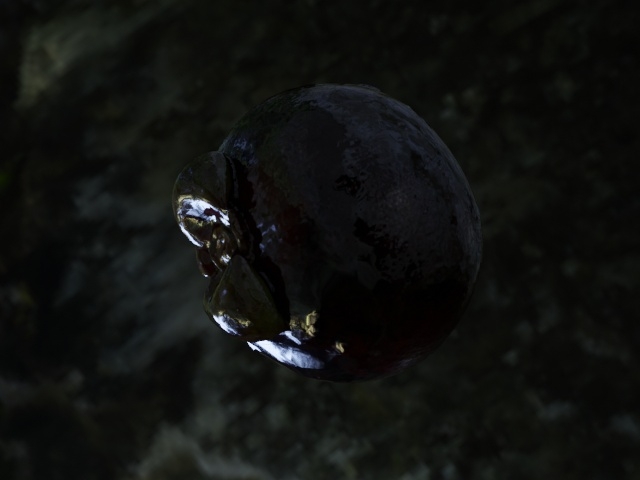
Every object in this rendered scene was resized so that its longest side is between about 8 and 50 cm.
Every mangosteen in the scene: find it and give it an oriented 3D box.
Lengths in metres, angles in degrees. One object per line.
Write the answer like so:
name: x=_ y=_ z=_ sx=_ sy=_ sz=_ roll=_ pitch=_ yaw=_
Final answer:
mangosteen: x=0.000 y=0.000 z=0.930 sx=0.152 sy=0.152 sz=0.152 roll=-23 pitch=-144 yaw=17
